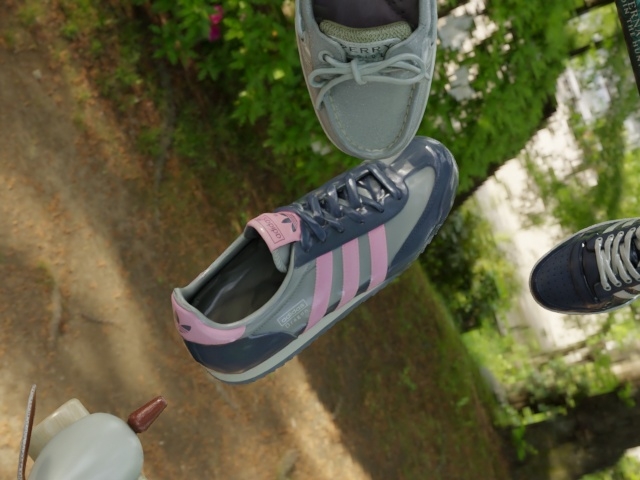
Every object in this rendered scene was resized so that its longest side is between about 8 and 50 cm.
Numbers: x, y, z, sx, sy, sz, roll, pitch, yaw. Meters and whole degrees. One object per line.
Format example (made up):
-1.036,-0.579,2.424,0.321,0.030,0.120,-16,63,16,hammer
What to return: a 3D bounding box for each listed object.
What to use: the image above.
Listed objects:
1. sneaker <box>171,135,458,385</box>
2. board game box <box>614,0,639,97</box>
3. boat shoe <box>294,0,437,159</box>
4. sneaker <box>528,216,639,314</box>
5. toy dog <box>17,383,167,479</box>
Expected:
0.000,0.000,0.905,0.112,0.319,0.131,41,-10,33,sneaker
0.379,-0.241,1.052,0.026,0.126,0.186,-20,95,-29,board game box
0.033,-0.201,0.747,0.103,0.118,0.321,-73,167,-59,boat shoe
0.342,0.015,1.013,0.153,0.282,0.099,4,72,-66,sneaker
-0.239,0.239,1.018,0.220,0.161,0.334,45,2,-18,toy dog
